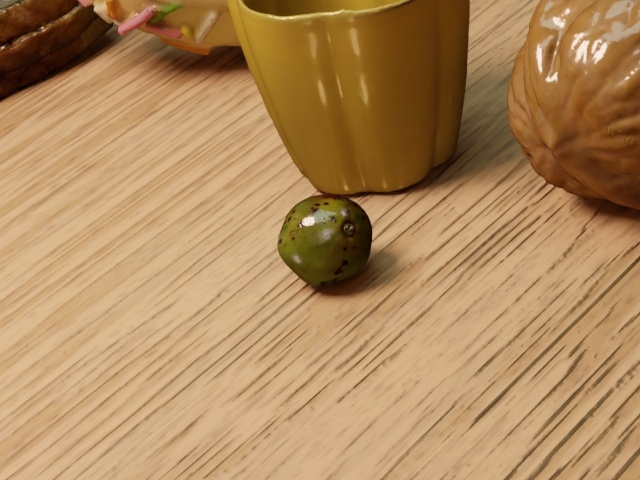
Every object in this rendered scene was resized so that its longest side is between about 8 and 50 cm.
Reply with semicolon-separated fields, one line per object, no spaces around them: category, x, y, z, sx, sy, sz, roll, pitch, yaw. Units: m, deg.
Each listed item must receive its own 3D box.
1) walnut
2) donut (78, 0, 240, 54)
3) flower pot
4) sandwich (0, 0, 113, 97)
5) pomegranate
walnut;0.239;-0.118;1.433;0.213;0.213;0.213;-9;30;5
donut;-0.084;-0.322;1.835;0.307;0.150;0.371;19;47;3
flower pot;0.031;-0.143;1.548;0.195;0.179;0.195;-7;31;4
sandwich;-0.378;-0.240;1.898;0.271;0.099;0.301;-34;44;-25
pomegranate;0.003;-0.003;1.435;0.073;0.073;0.084;-15;15;-6
